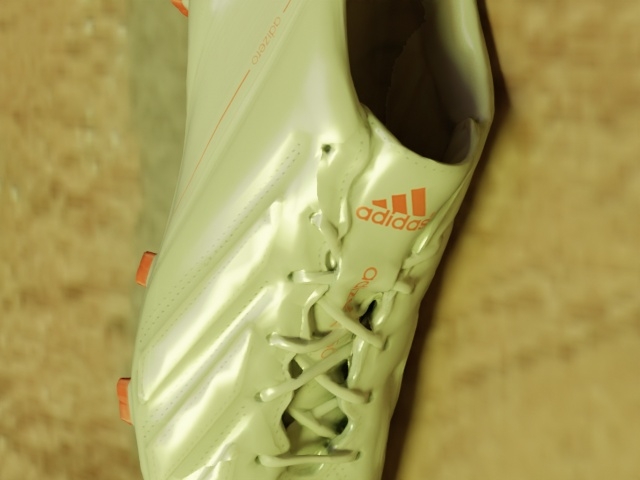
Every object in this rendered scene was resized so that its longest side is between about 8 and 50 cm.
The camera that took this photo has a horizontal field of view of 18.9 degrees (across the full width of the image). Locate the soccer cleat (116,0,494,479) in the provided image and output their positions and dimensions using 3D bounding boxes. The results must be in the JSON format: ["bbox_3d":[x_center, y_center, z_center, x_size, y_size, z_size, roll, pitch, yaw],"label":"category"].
[{"bbox_3d":[0.000,0.000,0.430,0.076,0.068,0.196,13,103,44],"label":"soccer cleat"}]
